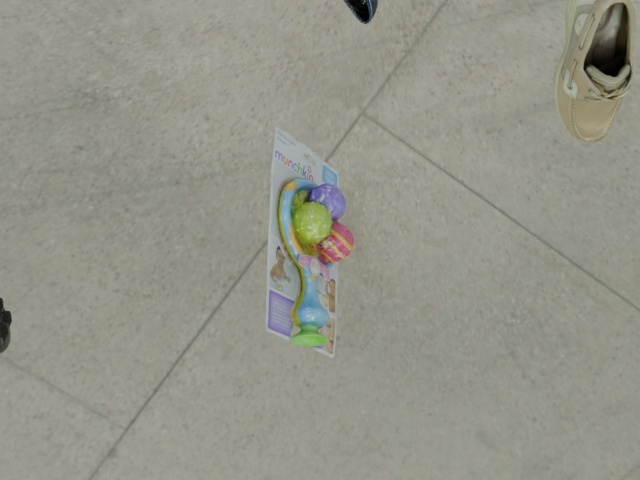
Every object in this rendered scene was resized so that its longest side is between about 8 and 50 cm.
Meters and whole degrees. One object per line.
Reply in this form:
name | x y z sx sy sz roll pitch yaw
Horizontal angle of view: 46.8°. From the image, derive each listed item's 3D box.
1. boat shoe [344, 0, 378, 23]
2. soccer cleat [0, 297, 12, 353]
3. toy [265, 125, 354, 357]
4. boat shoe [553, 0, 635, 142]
boat shoe | 0.067 -0.602 1.656 0.109 0.089 0.258 -22 134 28
soccer cleat | -0.411 -0.012 0.673 0.116 0.108 0.318 -26 103 0
toy | 0.000 0.000 0.824 0.056 0.237 0.137 -9 156 31
boat shoe | 0.435 -0.263 1.158 0.109 0.098 0.302 -10 135 3
